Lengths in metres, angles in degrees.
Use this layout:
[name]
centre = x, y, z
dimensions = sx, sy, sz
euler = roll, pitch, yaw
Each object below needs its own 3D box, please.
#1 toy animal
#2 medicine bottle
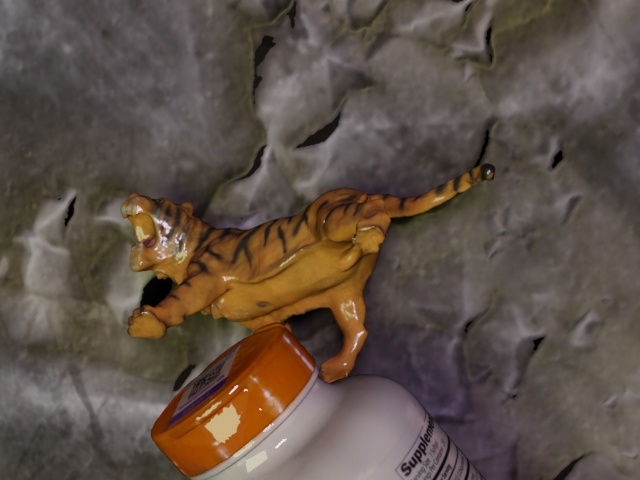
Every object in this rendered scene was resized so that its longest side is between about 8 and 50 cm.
[toy animal]
centre = 0.004, 0.005, 1.099
dimensions = 0.255, 0.116, 0.114
euler = -20, 133, 28
[medicine bottle]
centre = 0.033, 0.184, 1.058
dimensions = 0.157, 0.157, 0.288
euler = -35, 101, 32
